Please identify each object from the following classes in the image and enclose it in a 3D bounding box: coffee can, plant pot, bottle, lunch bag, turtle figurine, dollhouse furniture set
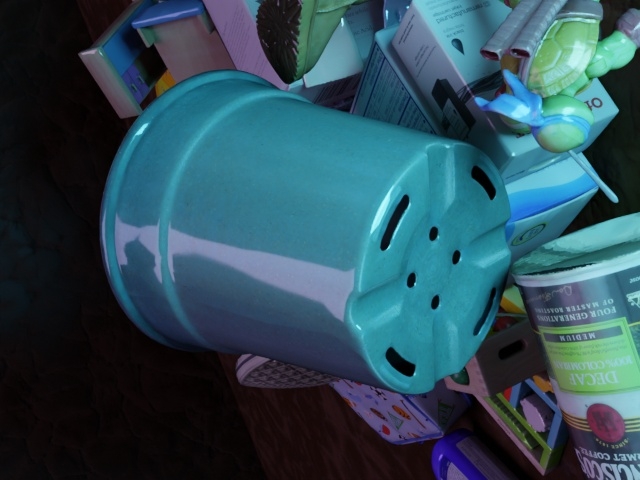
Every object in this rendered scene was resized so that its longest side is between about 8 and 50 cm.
[{"bbox_3d":[0.329,0.125,0.901,0.201,0.202,0.275,-8,103,69],"label":"coffee can"},{"bbox_3d":[0.000,0.000,0.979,0.334,0.341,0.341,16,127,41],"label":"plant pot"},{"bbox_3d":[0.291,0.425,1.451,0.283,0.092,0.118,43,153,48],"label":"bottle"},{"bbox_3d":[0.129,0.256,1.606,0.243,0.115,0.303,43,159,-1],"label":"lunch bag"},{"bbox_3d":[0.252,-0.186,0.844,0.198,0.275,0.266,120,149,-67],"label":"turtle figurine"},{"bbox_3d":[-0.198,-0.304,1.557,0.303,0.198,0.286,-5,131,32],"label":"dollhouse furniture set"}]

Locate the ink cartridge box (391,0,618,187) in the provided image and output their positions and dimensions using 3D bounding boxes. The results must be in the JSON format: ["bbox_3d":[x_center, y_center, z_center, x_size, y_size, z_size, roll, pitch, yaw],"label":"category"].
[{"bbox_3d":[0.198,-0.178,0.986,0.208,0.153,0.087,61,159,14],"label":"ink cartridge box"}]

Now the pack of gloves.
[{"bbox_3d":[0.042,-0.339,1.182,0.046,0.195,0.232,-101,-5,-76],"label":"pack of gloves"}]

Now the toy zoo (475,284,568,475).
[{"bbox_3d":[0.291,0.180,1.292,0.192,0.030,0.293,50,152,40],"label":"toy zoo"}]

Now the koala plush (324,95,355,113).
[{"bbox_3d":[-0.013,-0.108,1.411,0.196,0.221,0.203,50,147,10],"label":"koala plush"}]

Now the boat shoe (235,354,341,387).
[{"bbox_3d":[-0.012,0.107,1.407,0.500,0.187,0.156,121,148,-55],"label":"boat shoe"}]

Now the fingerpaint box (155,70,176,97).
[{"bbox_3d":[-0.174,-0.228,1.827,0.445,0.163,0.371,45,147,44],"label":"fingerpaint box"}]

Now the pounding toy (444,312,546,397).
[{"bbox_3d":[0.214,0.141,1.195,0.130,0.141,0.100,-8,103,69],"label":"pounding toy"}]

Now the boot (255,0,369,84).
[{"bbox_3d":[0.071,-0.292,1.023,0.089,0.270,0.236,61,162,9],"label":"boot"}]

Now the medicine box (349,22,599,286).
[{"bbox_3d":[0.168,-0.095,1.148,0.289,0.149,0.263,60,158,19],"label":"medicine box"}]

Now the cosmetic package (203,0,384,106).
[{"bbox_3d":[-0.056,-0.387,1.320,0.385,0.217,0.156,63,159,7],"label":"cosmetic package"}]
